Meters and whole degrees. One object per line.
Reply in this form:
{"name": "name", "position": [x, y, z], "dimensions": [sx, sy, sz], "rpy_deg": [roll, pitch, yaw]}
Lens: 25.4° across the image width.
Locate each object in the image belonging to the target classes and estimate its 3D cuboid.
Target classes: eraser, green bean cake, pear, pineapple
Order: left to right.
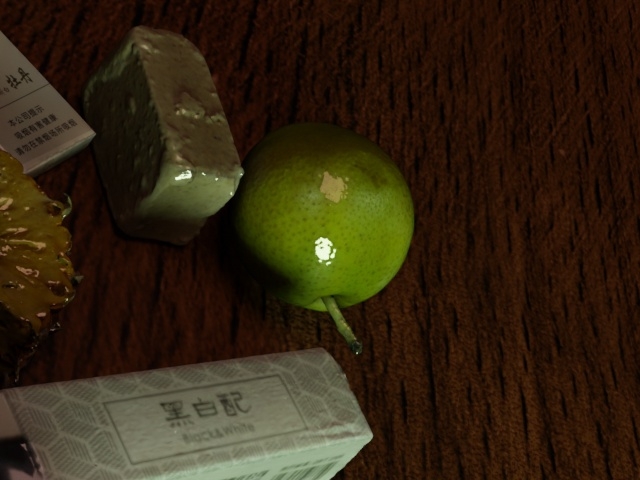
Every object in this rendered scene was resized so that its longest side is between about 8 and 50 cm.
{"name": "pineapple", "position": [-0.255, -0.004, 1.117], "dimensions": [0.233, 0.079, 0.135], "rpy_deg": [52, 35, 12]}
{"name": "eraser", "position": [-0.139, 0.158, 1.053], "dimensions": [0.404, 0.098, 0.096], "rpy_deg": [-2, 55, -46]}
{"name": "green bean cake", "position": [-0.146, -0.095, 1.286], "dimensions": [0.085, 0.109, 0.179], "rpy_deg": [8, 49, -39]}
{"name": "pear", "position": [0.000, 0.000, 1.309], "dimensions": [0.180, 0.166, 0.216], "rpy_deg": [15, 66, -52]}

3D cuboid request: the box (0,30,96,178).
{"name": "box", "position": [-0.299, -0.141, 1.251], "dimensions": [0.198, 0.029, 0.109], "rpy_deg": [47, 36, 2]}
